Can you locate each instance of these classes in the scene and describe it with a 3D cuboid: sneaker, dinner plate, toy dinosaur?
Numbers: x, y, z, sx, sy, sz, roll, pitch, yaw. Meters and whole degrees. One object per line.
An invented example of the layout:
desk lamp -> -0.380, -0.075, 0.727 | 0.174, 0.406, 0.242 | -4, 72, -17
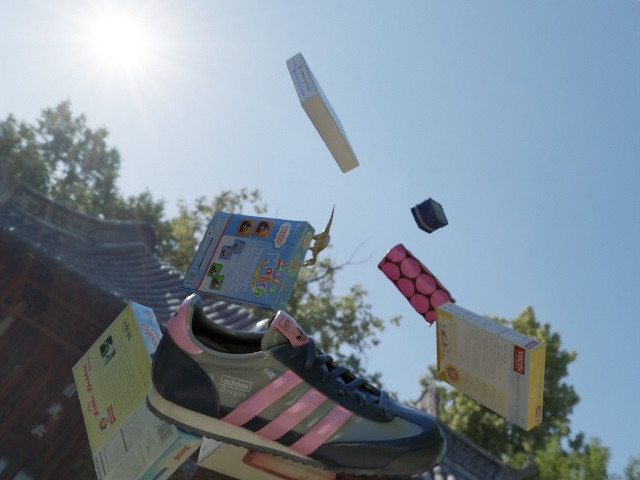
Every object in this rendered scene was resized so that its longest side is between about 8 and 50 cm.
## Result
sneaker -> -0.017, 0.147, 0.648 | 0.319, 0.131, 0.112 | 12, 10, -1
dinner plate -> -0.186, 0.249, 1.619 | 0.017, 0.141, 0.141 | 43, -29, -3
toy dinosaur -> 0.000, 0.000, 1.618 | 0.053, 0.183, 0.092 | 34, -22, -24

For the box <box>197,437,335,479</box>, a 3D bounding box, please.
box -> -0.093, 0.374, 1.204 | 0.232, 0.149, 0.127 | 27, -47, -20

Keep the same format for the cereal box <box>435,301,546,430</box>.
cereal box -> 0.324, 0.238, 1.228 | 0.240, 0.047, 0.173 | 24, -55, 51

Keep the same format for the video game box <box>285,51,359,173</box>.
video game box -> 0.003, -0.270, 1.337 | 0.048, 0.187, 0.205 | -26, -48, 11

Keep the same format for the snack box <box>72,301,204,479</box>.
snack box -> -0.331, 0.281, 1.105 | 0.060, 0.187, 0.322 | 33, 15, -45

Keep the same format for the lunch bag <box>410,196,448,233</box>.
lunch bag -> 0.268, -0.058, 1.563 | 0.065, 0.067, 0.098 | -28, -26, 25

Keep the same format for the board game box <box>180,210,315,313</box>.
board game box -> -0.128, 0.033, 1.094 | 0.211, 0.160, 0.039 | 7, -24, 35

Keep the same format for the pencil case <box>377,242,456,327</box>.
pencil case -> 0.232, 0.109, 1.558 | 0.209, 0.095, 0.098 | 50, -44, 9
